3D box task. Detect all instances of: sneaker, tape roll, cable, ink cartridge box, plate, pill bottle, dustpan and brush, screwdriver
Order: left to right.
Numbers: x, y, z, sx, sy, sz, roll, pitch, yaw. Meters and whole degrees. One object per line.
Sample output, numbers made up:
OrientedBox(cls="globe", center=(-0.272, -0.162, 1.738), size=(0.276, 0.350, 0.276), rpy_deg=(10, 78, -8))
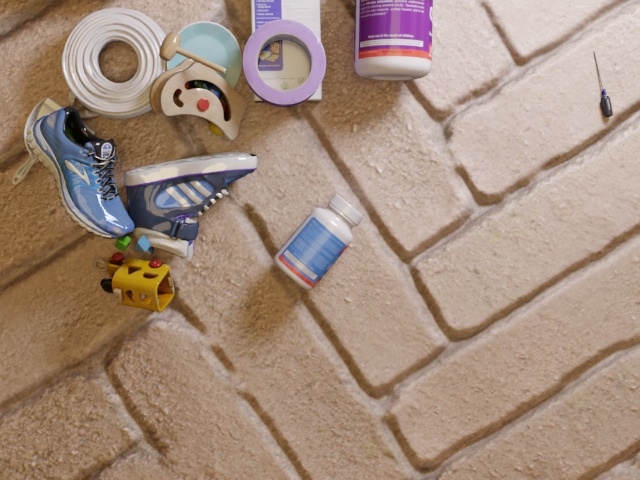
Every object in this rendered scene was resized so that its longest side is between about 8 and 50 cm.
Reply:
OrientedBox(cls="dustpan and brush", center=(-0.656, -0.218, 1.718), size=(0.147, 0.060, 0.211), rpy_deg=(37, 93, -6))
OrientedBox(cls="sneaker", center=(-0.518, -0.153, 1.633), size=(0.147, 0.130, 0.330), rpy_deg=(-31, 95, 21))
OrientedBox(cls="cable", center=(-0.472, -0.415, 1.694), size=(0.257, 0.089, 0.257), rpy_deg=(-2, 96, -3))
OrientedBox(cls="sneaker", center=(-0.294, -0.075, 1.730), size=(0.322, 0.130, 0.236), rpy_deg=(-10, 104, -6))
OrientedBox(cls="plate", center=(-0.274, -0.419, 1.709), size=(0.188, 0.024, 0.188), rpy_deg=(-11, 113, -28))
OrientedBox(cls="tape roll", center=(-0.083, -0.403, 1.662), size=(0.189, 0.080, 0.189), rpy_deg=(0, 96, -3))
OrientedBox(cls="ink cartridge box", center=(-0.082, -0.496, 1.722), size=(0.165, 0.065, 0.333), rpy_deg=(-1, 97, -3))
OrientedBox(cls="pill bottle", center=(0.000, 0.000, 1.746), size=(0.124, 0.124, 0.221), rpy_deg=(40, 93, -6))
OrientedBox(cls="pill bottle", center=(0.169, -0.539, 1.672), size=(0.181, 0.181, 0.323), rpy_deg=(1, 96, -3))
OrientedBox(cls="screwdriver", center=(0.701, -0.390, 1.799), size=(0.025, 0.024, 0.170), rpy_deg=(-7, 95, 27))

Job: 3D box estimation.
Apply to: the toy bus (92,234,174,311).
OrientedBox(cls="toy bus", center=(-0.446, 0.102, 1.705), size=(0.191, 0.104, 0.202), rpy_deg=(44, 127, -14))

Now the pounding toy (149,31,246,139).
OrientedBox(cls="pounding toy", center=(-0.278, -0.321, 1.633), size=(0.269, 0.155, 0.154), rpy_deg=(40, 81, -35))
